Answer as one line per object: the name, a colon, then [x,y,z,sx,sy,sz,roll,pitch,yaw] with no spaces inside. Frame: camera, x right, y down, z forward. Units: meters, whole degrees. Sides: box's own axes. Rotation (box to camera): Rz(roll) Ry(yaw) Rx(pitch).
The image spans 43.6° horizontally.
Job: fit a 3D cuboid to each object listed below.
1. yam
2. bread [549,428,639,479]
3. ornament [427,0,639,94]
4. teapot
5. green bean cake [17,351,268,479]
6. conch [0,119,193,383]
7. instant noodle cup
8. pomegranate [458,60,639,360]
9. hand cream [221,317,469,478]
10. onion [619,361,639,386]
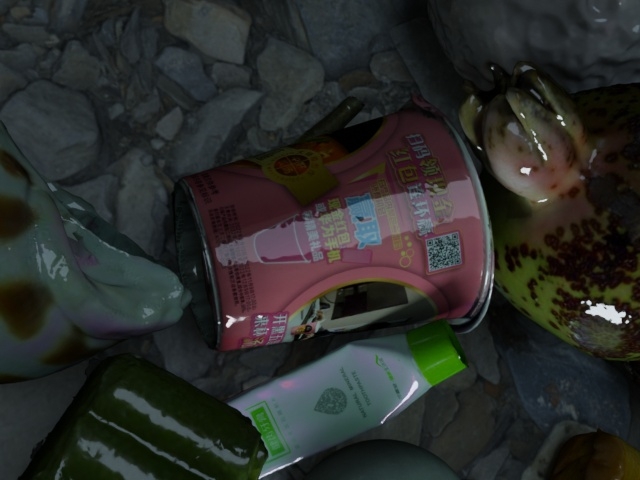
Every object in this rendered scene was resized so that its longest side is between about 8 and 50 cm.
yam: [0.004,-0.125,0.887,0.033,0.027,0.129,48,65,-9]
bread: [0.291,0.329,0.873,0.094,0.102,0.245,28,71,-22]
ornament: [0.289,-0.307,0.892,0.337,0.337,0.336,5,77,-22]
teapot: [0.060,0.287,0.748,0.295,0.129,0.193,-17,97,-14]
green bean cake: [-0.166,0.219,0.614,0.156,0.250,0.246,34,71,-12]
conch: [-0.298,-0.008,0.648,0.368,0.249,0.197,43,99,6]
instant noodle cup: [0.000,0.000,0.763,0.255,0.244,0.243,-11,83,-18]
pomegranate: [0.258,-0.048,0.766,0.341,0.285,0.284,37,65,-37]
hand cream: [0.001,0.149,0.742,0.275,0.050,0.079,-27,63,13]
onion: [0.489,0.125,0.922,0.347,0.286,0.347,50,30,-43]
